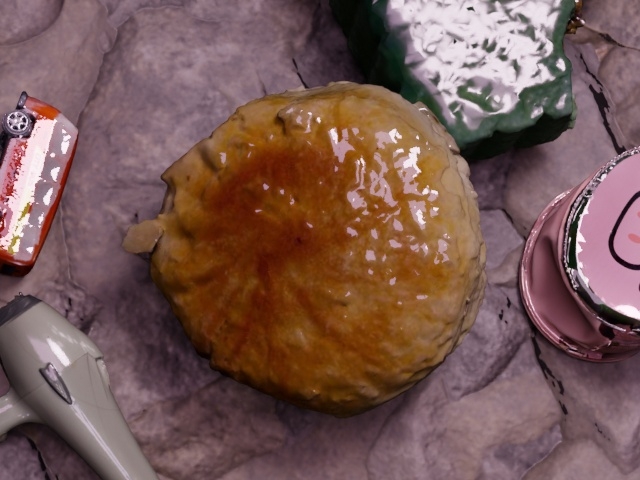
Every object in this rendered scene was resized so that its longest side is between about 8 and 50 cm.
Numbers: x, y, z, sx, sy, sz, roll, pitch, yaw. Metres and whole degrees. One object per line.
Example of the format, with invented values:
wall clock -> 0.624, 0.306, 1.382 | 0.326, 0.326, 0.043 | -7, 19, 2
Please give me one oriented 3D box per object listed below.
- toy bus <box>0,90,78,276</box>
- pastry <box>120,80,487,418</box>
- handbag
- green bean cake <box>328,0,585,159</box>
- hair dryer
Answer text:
toy bus -> -0.285, -0.052, 1.560 | 0.077, 0.079, 0.174 | 20, 72, -10
pastry -> 0.000, 0.000, 1.493 | 0.329, 0.136, 0.330 | 1, 94, 19
handbag -> 0.300, 0.014, 1.589 | 0.179, 0.116, 0.205 | 30, 72, 1
green bean cake -> 0.171, -0.242, 1.622 | 0.300, 0.169, 0.308 | -19, 78, -10
hair dryer -> -0.253, 0.193, 1.501 | 0.219, 0.088, 0.225 | 34, 86, -1
